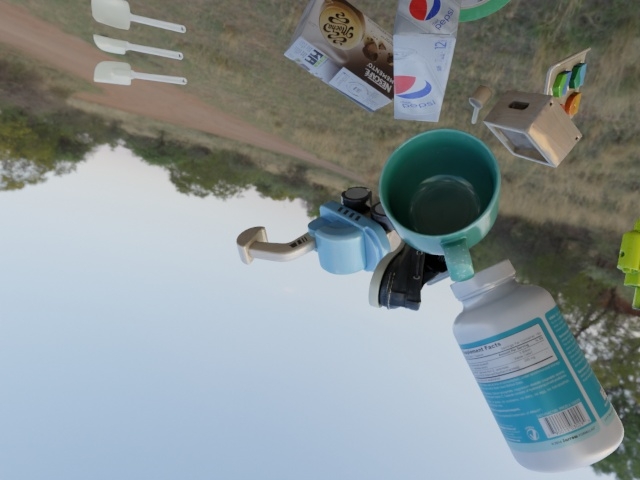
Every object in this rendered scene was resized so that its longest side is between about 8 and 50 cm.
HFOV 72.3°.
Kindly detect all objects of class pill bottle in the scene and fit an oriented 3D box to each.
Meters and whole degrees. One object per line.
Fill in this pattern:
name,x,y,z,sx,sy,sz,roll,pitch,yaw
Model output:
pill bottle,0.284,0.163,0.615,0.146,0.264,0.146,-22,168,-5

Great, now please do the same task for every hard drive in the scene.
hard drive,0.395,0.084,1.452,0.022,0.094,0.135,5,154,-32

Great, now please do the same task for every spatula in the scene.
spatula,-0.397,-0.436,0.990,0.019,0.168,0.242,16,-159,32

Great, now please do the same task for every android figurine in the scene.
android figurine,0.822,0.043,1.030,0.248,0.273,0.056,16,176,-3

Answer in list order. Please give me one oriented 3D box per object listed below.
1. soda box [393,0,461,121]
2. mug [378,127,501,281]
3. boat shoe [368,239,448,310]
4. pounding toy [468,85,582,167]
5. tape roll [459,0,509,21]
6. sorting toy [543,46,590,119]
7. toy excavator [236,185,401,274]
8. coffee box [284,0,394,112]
soda box,0.176,-0.307,0.752,0.091,0.098,0.286,8,173,11
mug,0.136,-0.037,0.510,0.129,0.158,0.097,19,169,25
boat shoe,0.217,0.040,0.921,0.113,0.127,0.340,13,-153,27
pounding toy,0.400,-0.265,0.907,0.206,0.094,0.181,34,-172,-29
tape roll,0.400,-0.761,1.188,0.321,0.077,0.321,10,153,5
sorting toy,0.639,-0.380,1.149,0.193,0.208,0.038,-31,-136,-30
toy excavator,0.000,0.000,1.453,0.445,0.222,0.433,-29,-140,-29
coffee box,0.077,-0.500,1.171,0.297,0.168,0.119,27,168,-22
